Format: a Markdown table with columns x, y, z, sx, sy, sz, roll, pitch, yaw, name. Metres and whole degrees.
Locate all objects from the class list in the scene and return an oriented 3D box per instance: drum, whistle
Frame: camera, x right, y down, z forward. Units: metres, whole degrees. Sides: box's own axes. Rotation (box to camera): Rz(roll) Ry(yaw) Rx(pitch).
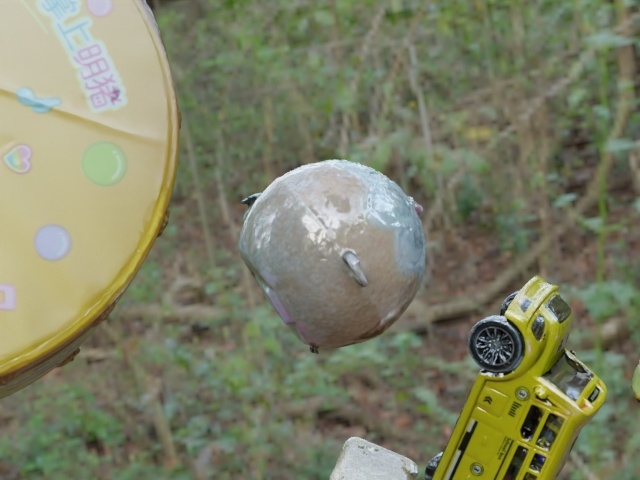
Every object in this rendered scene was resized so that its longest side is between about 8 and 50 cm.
| x | y | z | sx | sy | sz | roll | pitch | yaw | name |
| --- | --- | --- | --- | --- | --- | --- | --- | --- | --- |
| -0.326 | -0.067 | 1.161 | 0.431 | 0.431 | 0.214 | -13 | -8 | -17 | drum |
| 0.000 | 0.000 | 1.474 | 0.189 | 0.189 | 0.348 | -12 | 11 | -14 | whistle |

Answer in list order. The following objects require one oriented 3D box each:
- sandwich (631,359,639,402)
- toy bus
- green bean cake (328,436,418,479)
| x | y | z | sx | sy | sz | roll | pitch | yaw | name |
| --- | --- | --- | --- | --- | --- | --- | --- | --- | --- |
| 0.421 | 0.181 | 1.574 | 0.187 | 0.117 | 0.144 | 20 | 28 | 14 | sandwich |
| 0.204 | 0.210 | 1.600 | 0.151 | 0.331 | 0.145 | 27 | 21 | 16 | toy bus |
| 0.062 | 0.345 | 2.010 | 0.109 | 0.085 | 0.179 | 23 | -29 | 4 | green bean cake |
